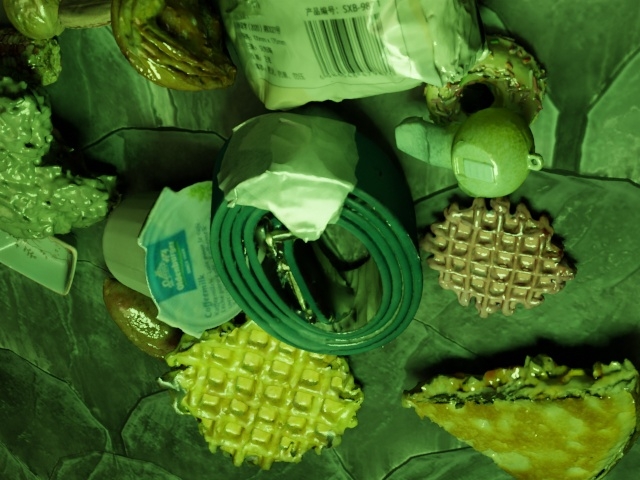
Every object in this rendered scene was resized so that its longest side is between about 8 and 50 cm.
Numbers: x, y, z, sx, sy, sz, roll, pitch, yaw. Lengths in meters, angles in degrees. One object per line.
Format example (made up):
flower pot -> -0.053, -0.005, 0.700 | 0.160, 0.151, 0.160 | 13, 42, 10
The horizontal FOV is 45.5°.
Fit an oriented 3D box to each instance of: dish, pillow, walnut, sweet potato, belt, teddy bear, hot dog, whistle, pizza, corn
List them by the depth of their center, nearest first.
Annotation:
whistle -> 0.202, -0.130, 1.035 | 0.223, 0.123, 0.123 | 20, 136, 39
hot dog -> -0.195, -0.290, 1.042 | 0.122, 0.272, 0.196 | -21, 101, 5
pillow -> -0.305, -0.397, 1.066 | 0.135, 0.211, 0.034 | 7, 172, 28
walnut -> -0.441, -0.376, 1.184 | 0.105, 0.105, 0.124 | 3, 127, 20
belt -> 0.000, 0.000, 1.195 | 0.300, 0.173, 0.436 | -16, 138, 13
teddy bear -> -0.494, -0.165, 1.252 | 0.357, 0.224, 0.367 | 32, 143, -5
corn -> -0.570, -0.315, 1.287 | 0.289, 0.098, 0.098 | 9, 129, 16
pizza -> 0.352, 0.296, 1.367 | 0.406, 0.130, 0.440 | 15, 141, 12
dish -> -0.596, -0.001, 1.565 | 0.234, 0.064, 0.154 | 28, 132, -2
sweet potato -> -0.305, 0.208, 1.588 | 0.385, 0.109, 0.109 | 42, 130, -19

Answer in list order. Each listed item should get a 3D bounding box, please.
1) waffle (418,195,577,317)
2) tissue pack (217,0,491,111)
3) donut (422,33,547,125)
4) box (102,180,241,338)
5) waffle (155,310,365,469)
waffle -> 0.278, 0.027, 1.230 | 0.221, 0.055, 0.234 | -29, 110, 36
tissue pack -> 0.000, -0.340, 0.963 | 0.375, 0.195, 0.390 | 5, 130, 33
donut -> 0.226, -0.201, 1.064 | 0.174, 0.068, 0.175 | 12, 131, 14
box -> -0.235, -0.002, 1.331 | 0.206, 0.291, 0.262 | 11, 120, 43
waffle -> -0.110, 0.295, 1.535 | 0.379, 0.095, 0.382 | -22, 117, 15
